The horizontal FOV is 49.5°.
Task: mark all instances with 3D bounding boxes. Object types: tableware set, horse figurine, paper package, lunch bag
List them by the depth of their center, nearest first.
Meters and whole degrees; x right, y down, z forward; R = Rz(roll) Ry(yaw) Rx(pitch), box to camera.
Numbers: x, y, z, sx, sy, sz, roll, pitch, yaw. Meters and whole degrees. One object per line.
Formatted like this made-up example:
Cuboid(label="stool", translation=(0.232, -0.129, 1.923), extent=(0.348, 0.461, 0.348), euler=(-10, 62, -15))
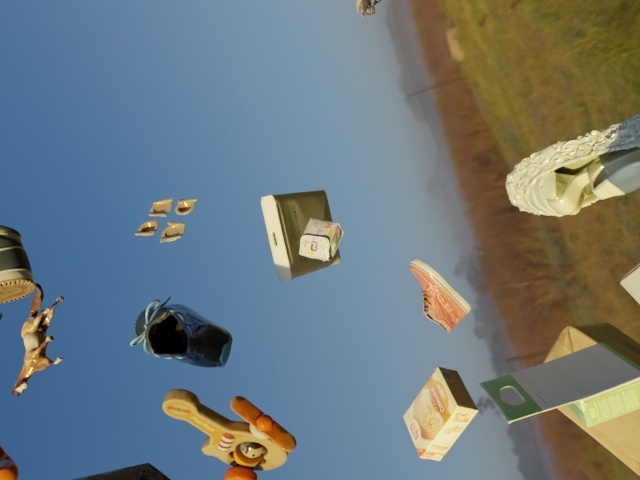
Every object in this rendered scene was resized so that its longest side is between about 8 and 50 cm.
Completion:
Cuboid(label="lunch bag", translation=(0.000, 0.000, 1.455), extent=(0.083, 0.071, 0.053), euler=(-66, -29, -22))
Cuboid(label="paper package", translation=(0.650, 0.324, 1.473), extent=(0.309, 0.168, 0.325), euler=(40, -161, 31))
Cuboid(label="horse figurine", translation=(-0.716, 0.246, 1.763), extent=(0.066, 0.174, 0.263), euler=(19, -134, -43))
Cuboid(label="tableware set", translation=(-0.407, -0.058, 1.834), extent=(0.020, 0.141, 0.168), euler=(70, -152, -43))

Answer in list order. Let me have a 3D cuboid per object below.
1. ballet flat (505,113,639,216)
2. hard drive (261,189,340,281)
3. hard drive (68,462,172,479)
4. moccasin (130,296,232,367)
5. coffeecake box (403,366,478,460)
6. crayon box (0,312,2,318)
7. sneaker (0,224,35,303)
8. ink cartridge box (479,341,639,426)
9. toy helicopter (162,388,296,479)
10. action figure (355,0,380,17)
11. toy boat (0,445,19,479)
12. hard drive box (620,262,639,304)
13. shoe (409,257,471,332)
Cuboid(label="ballet flat", translation=(0.491, -0.121, 1.270), extent=(0.147, 0.409, 0.147), euler=(13, -115, -31))
Cuboid(label="hard drive", translation=(-0.042, -0.020, 1.741), extent=(0.307, 0.040, 0.203), euler=(-15, -87, -66))
Cuboid(label="hard drive", translation=(-0.249, 0.424, 1.017), extent=(0.172, 0.255, 0.054), euler=(5, -75, -50))
Cuboid(label="moccasin", translation=(-0.321, 0.189, 1.493), extent=(0.117, 0.342, 0.137), euler=(17, -102, -41))
Cuboid(label="coffeecake box", translation=(0.301, 0.440, 1.760), extent=(0.068, 0.185, 0.142), euler=(17, -153, -24))
Cuboid(label="crayon box", translation=(-0.884, 0.132, 1.480), extent=(0.323, 0.083, 0.203), euler=(38, -151, 0))
Cuboid(label="sneaker", translation=(-0.691, 0.053, 1.295), extent=(0.099, 0.282, 0.153), euler=(112, 143, -57))
Cuboid(label="ink cartridge box", translation=(0.403, 0.251, 1.150), extent=(0.171, 0.235, 0.056), euler=(-108, -3, -80))
Cuboid(label="toy helicopter", translation=(-0.216, 0.451, 1.650), extent=(0.355, 0.235, 0.140), euler=(40, -143, -27))
Cuboid(label="action figure", translation=(0.121, -0.520, 1.359), extent=(0.099, 0.185, 0.285), euler=(56, -149, 13))
Cuboid(label="toy boat", translation=(-0.626, 0.429, 1.283), extent=(0.151, 0.151, 0.231), euler=(-69, -33, -49))
Cuboid(label="hard drive box", translation=(0.508, -0.008, 0.847), extent=(0.089, 0.232, 0.181), euler=(52, 145, 18))
Cuboid(label="shoe", translation=(0.252, 0.125, 1.563), extent=(0.178, 0.081, 0.063), euler=(43, 171, -5))
